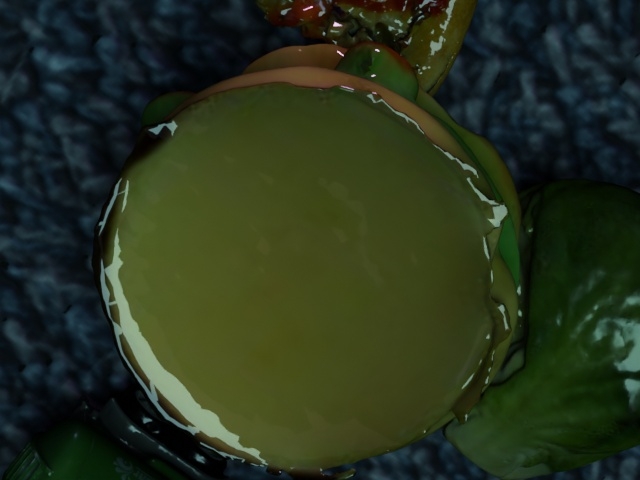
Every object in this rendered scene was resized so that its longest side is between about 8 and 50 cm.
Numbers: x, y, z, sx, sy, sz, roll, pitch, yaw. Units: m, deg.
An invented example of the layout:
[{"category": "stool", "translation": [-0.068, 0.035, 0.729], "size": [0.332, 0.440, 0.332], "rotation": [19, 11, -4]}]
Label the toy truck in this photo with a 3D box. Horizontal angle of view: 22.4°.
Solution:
[{"category": "toy truck", "translation": [-0.079, 0.186, 0.949], "size": [0.242, 0.125, 0.101], "rotation": [38, 100, -19]}]

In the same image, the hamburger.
[{"category": "hamburger", "translation": [0.000, 0.000, 0.873], "size": [0.237, 0.149, 0.237], "rotation": [3, 106, 10]}]

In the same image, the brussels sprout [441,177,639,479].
[{"category": "brussels sprout", "translation": [0.152, 0.057, 0.926], "size": [0.145, 0.131, 0.183], "rotation": [13, 107, -5]}]

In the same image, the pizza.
[{"category": "pizza", "translation": [0.000, -0.162, 0.870], "size": [0.193, 0.053, 0.201], "rotation": [-11, 111, -3]}]
